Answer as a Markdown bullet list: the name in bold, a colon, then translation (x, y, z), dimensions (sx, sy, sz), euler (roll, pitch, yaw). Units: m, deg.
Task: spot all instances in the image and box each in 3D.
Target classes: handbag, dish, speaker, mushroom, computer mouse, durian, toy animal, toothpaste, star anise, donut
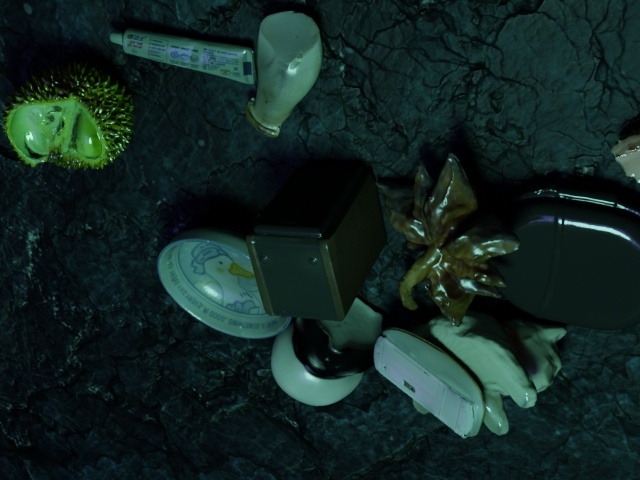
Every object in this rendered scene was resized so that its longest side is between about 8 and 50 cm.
- **handbag**: translation (0.418, 0.028, 1.587), dimensions (0.307, 0.093, 0.254), euler (12, 130, 18)
- **dish**: translation (-0.158, 0.050, 1.861), dimensions (0.273, 0.134, 0.273), euler (16, 142, 13)
- **speaker**: translation (0.000, 0.000, 1.678), dimensions (0.153, 0.231, 0.193), euler (3, 126, 25)
- **mushroom**: translation (-0.058, -0.265, 1.607), dimensions (0.116, 0.093, 0.225), euler (38, 145, 21)
- **computer mouse**: translation (0.194, 0.245, 1.726), dimensions (0.245, 0.056, 0.126), euler (34, 137, 32)
- **durian**: translation (-0.445, -0.219, 1.769), dimensions (0.236, 0.176, 0.200), euler (-8, 112, 24)
- **toy animal**: translation (0.291, 0.220, 1.783), dimensions (0.266, 0.188, 0.308), euler (42, 147, 20)
- **toothpaste**: translation (-0.236, -0.323, 1.672), dimensions (0.268, 0.047, 0.069), euler (15, 111, 13)
- **star anise**: translation (0.198, 0.010, 1.616), dimensions (0.349, 0.108, 0.293), euler (-12, 95, 61)
- **toy animal**: translation (0.005, 0.213, 1.887), dimensions (0.187, 0.165, 0.235), euler (33, 135, 1)
- **donut**: translation (0.520, -0.111, 1.449), dimensions (0.166, 0.065, 0.117), euler (45, 133, -12)
